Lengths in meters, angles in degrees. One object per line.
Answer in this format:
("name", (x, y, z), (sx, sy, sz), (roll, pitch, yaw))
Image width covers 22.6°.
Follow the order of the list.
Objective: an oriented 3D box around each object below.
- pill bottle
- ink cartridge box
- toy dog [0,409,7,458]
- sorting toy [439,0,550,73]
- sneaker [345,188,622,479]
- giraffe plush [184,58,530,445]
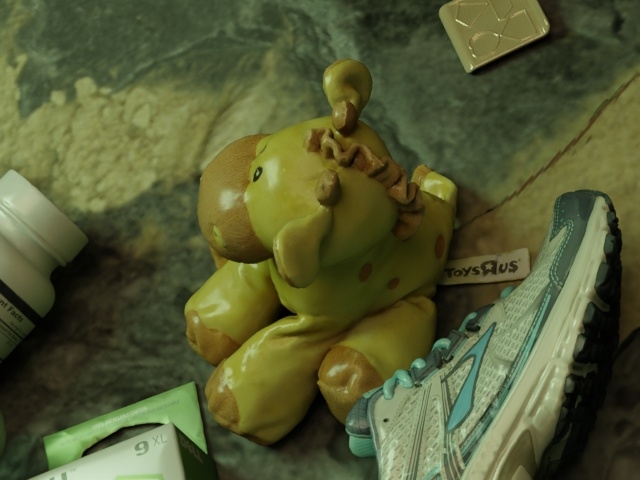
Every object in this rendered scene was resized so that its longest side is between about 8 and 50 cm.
("pill bottle", (-0.231, 0.038, 1.027), (0.094, 0.094, 0.169), (36, 78, 34))
("ink cartridge box", (-0.112, 0.174, 0.920), (0.109, 0.062, 0.209), (-22, 55, 10))
("toy dog", (-0.296, 0.242, 0.917), (0.334, 0.161, 0.220), (-31, 41, -4))
("sorting toy", (0.110, -0.153, 1.054), (0.062, 0.012, 0.083), (-28, 58, 10))
("sneaker", (0.079, 0.087, 0.857), (0.122, 0.110, 0.283), (17, 68, 20))
("giraffe plush", (0.000, 0.000, 0.911), (0.210, 0.170, 0.181), (-23, 55, 8))
